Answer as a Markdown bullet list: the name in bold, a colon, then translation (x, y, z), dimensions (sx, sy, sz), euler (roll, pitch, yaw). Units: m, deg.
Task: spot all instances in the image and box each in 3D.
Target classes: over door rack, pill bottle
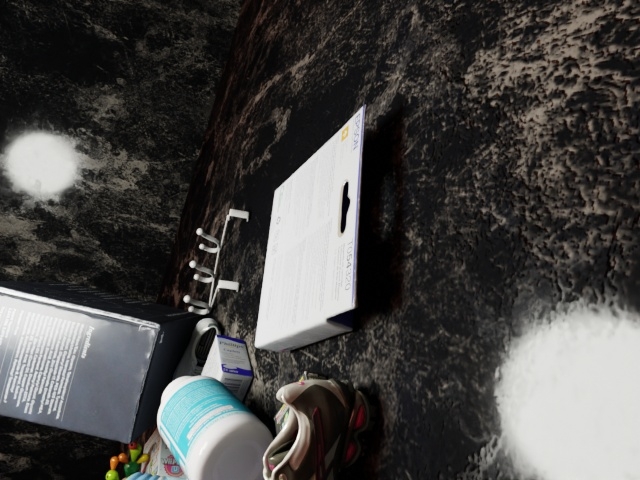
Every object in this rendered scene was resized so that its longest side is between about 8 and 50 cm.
- **over door rack**: translation (-0.320, 0.066, 1.425), dimensions (0.324, 0.108, 0.239), euler (-36, 44, 55)
- **pill bottle**: translation (-0.205, 0.340, 0.881), dimensions (0.264, 0.146, 0.146), euler (17, 91, 54)

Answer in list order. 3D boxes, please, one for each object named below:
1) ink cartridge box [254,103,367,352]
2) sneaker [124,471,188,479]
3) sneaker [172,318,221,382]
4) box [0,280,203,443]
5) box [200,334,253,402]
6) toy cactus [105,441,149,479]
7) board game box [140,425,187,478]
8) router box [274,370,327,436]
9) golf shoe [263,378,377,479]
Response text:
- **ink cartridge box**: translation (0.000, 0.000, 0.798), dimensions (0.330, 0.072, 0.323), euler (-31, 47, 53)
- **sneaker**: translation (-0.373, 0.621, 0.995), dimensions (0.319, 0.208, 0.127), euler (-99, 28, -70)
- **sneaker**: translation (-0.338, 0.338, 1.307), dimensions (0.091, 0.094, 0.257), euler (171, 113, -70)
- **box**: translation (-0.630, 0.300, 1.335), dimensions (0.480, 0.473, 0.297), euler (97, -176, -84)
- **box**: translation (-0.210, 0.302, 1.072), dimensions (0.126, 0.072, 0.137), euler (-67, 25, 18)
- **toy cactus**: translation (-0.506, 0.649, 1.276), dimensions (0.180, 0.112, 0.218), euler (111, 161, -65)
- **board game box**: translation (-0.413, 0.653, 1.279), dimensions (0.224, 0.098, 0.303), euler (-54, 32, 38)
- **router box**: translation (-0.025, 0.270, 0.718), dimensions (0.122, 0.038, 0.092), euler (-60, 27, 29)
- **golf shoe**: translation (-0.022, 0.304, 0.592), dimensions (0.105, 0.120, 0.272), euler (-7, 71, 63)
